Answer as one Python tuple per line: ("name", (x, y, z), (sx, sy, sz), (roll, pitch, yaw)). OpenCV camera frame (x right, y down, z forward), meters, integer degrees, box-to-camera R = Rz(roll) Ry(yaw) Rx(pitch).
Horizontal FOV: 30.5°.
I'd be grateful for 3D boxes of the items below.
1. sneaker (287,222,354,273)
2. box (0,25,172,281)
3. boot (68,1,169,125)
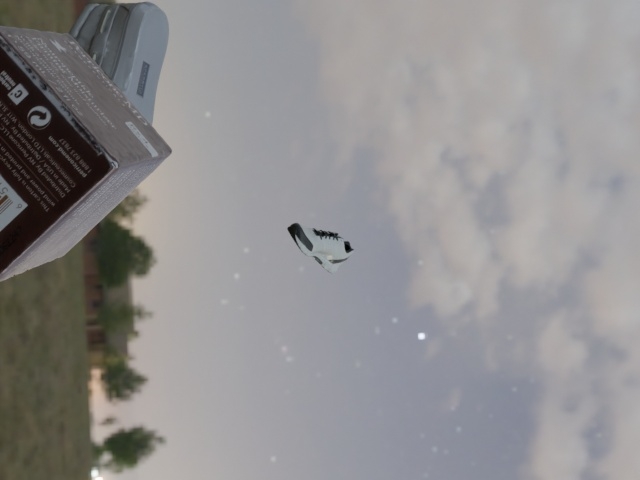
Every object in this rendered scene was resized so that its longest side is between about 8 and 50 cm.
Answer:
("sneaker", (0.000, 0.000, 1.397), (0.109, 0.043, 0.040), (34, 21, -53))
("box", (-0.273, -0.084, 1.105), (0.168, 0.167, 0.203), (48, 11, -1))
("boot", (-0.288, -0.191, 1.541), (0.095, 0.123, 0.258), (40, 61, -60))
